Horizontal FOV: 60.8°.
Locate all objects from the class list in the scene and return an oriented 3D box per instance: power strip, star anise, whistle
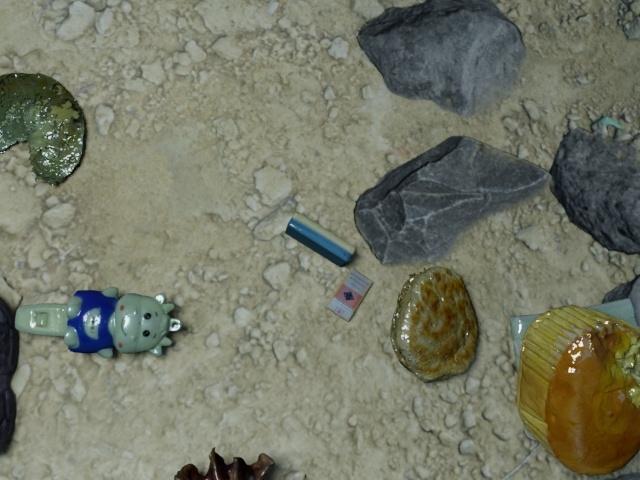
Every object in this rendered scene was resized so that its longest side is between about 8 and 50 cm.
[{"bbox_3d":[0.000,0.000,0.932,0.123,0.056,0.032,32,73,0],"label":"power strip"},{"bbox_3d":[-0.125,0.408,0.798,0.220,0.099,0.214,30,88,-5],"label":"star anise"},{"bbox_3d":[-0.338,0.125,0.835,0.245,0.092,0.110,5,86,-8],"label":"whistle"}]

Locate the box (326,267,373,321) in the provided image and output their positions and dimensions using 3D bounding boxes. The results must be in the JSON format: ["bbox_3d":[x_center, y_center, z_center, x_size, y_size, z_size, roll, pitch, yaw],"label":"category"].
[{"bbox_3d":[0.050,0.093,0.938,0.046,0.012,0.083,34,73,0],"label":"box"}]

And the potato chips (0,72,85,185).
[{"bbox_3d":[-0.500,-0.190,0.926,0.220,0.029,0.202,35,71,4],"label":"potato chips"}]

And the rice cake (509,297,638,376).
[{"bbox_3d":[0.448,0.177,0.956,0.237,0.043,0.127,-5,76,-7],"label":"rice cake"}]

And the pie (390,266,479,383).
[{"bbox_3d":[0.194,0.142,0.915,0.163,0.079,0.193,24,73,-12],"label":"pie"}]

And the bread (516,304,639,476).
[{"bbox_3d":[0.418,0.234,0.856,0.179,0.133,0.249,3,98,-7],"label":"bread"}]

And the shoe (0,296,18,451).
[{"bbox_3d":[-0.528,0.191,0.792,0.138,0.095,0.244,-3,83,-11],"label":"shoe"}]
